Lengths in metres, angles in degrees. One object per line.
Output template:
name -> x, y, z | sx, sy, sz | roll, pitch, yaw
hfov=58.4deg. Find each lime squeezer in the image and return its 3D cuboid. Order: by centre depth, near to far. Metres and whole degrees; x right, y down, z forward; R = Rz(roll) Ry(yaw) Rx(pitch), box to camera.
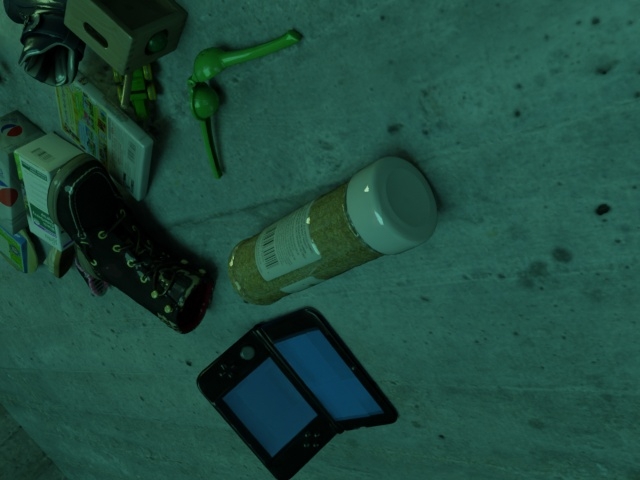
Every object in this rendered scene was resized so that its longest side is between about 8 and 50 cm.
lime squeezer -> -0.141, -0.212, 0.833 | 0.110, 0.058, 0.310 | 19, 141, -20

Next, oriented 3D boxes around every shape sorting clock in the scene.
shape sorting clock -> -0.822, -0.002, 1.523 | 0.206, 0.040, 0.206 | 22, 133, 26

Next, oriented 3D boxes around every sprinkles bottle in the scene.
sprinkles bottle -> 0.000, 0.000, 0.837 | 0.355, 0.121, 0.121 | -26, 106, 47

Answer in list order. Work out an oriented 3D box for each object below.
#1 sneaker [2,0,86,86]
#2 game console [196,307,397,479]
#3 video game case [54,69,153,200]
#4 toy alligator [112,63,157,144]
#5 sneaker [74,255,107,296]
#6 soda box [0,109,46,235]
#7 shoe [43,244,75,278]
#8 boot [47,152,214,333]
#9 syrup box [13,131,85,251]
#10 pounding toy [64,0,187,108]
sneaker -> -0.428, -0.314, 0.867 | 0.226, 0.086, 0.163 | 4, 82, 39
game console -> -0.049, 0.306, 1.102 | 0.293, 0.250, 0.173 | 53, 164, -11
video game case -> -0.382, -0.187, 1.006 | 0.206, 0.026, 0.227 | 43, 153, -1
toy alligator -> -0.294, -0.239, 0.922 | 0.189, 0.056, 0.051 | 95, 162, -50
sneaker -> -0.565, 0.084, 1.401 | 0.057, 0.047, 0.119 | -7, 112, 48
soda box -> -0.670, -0.140, 1.251 | 0.091, 0.098, 0.286 | 39, 138, 4
shoe -> -0.626, 0.027, 1.372 | 0.058, 0.076, 0.219 | 41, 141, -6
boot -> -0.352, 0.023, 1.099 | 0.284, 0.138, 0.377 | 32, 146, 11
syrup box -> -0.553, -0.096, 1.198 | 0.093, 0.096, 0.236 | 31, 136, 12
pounding toy -> -0.269, -0.285, 0.797 | 0.141, 0.130, 0.100 | 42, 139, 0
